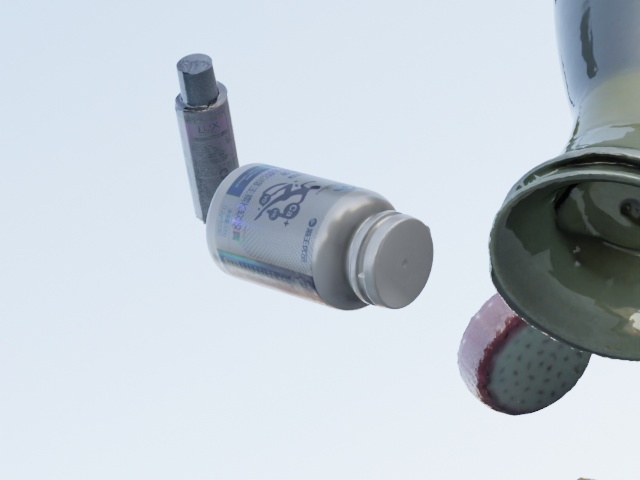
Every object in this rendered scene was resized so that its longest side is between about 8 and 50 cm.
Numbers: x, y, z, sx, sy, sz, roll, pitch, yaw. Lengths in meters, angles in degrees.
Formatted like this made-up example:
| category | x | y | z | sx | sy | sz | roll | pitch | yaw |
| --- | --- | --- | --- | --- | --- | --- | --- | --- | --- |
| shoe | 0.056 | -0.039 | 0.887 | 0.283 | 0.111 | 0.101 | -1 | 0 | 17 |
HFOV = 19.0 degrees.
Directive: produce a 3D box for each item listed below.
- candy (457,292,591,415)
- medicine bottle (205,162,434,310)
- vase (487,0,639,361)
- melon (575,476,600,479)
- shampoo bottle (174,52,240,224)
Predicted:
| category | x | y | z | sx | sy | sz | roll | pitch | yaw |
| --- | --- | --- | --- | --- | --- | --- | --- | --- | --- |
| candy | 0.146 | 0.076 | 1.350 | 0.103 | 0.043 | 0.103 | -16 | -51 | -21 |
| medicine bottle | 0.000 | 0.000 | 1.646 | 0.107 | 0.191 | 0.107 | -18 | -66 | -45 |
| vase | 0.182 | -0.092 | 0.961 | 0.173 | 0.173 | 0.321 | 115 | 179 | -46 |
| melon | 0.290 | 0.366 | 2.246 | 0.202 | 0.093 | 0.139 | -45 | 11 | 21 |
| shampoo bottle | -0.134 | -0.121 | 2.284 | 0.072 | 0.072 | 0.214 | -25 | -52 | -22 |
